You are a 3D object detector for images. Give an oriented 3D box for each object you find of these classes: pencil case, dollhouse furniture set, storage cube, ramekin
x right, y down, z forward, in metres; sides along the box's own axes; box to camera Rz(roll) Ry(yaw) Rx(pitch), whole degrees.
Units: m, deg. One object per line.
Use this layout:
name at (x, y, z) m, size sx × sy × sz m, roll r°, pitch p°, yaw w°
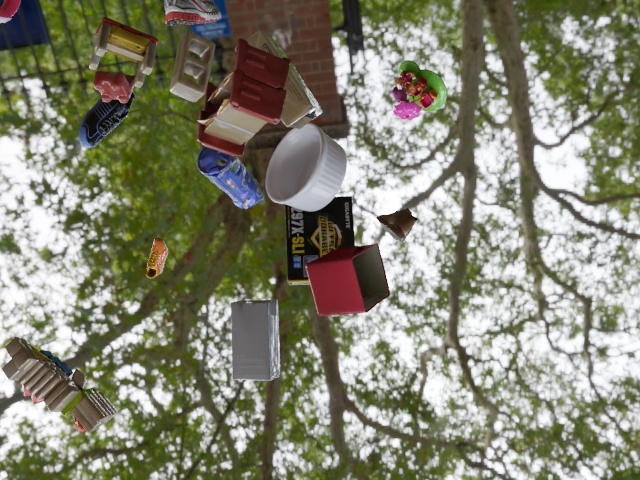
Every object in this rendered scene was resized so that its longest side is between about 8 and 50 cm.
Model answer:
pencil case at (-0.303, -0.212, 2.274) m, size 0.119 × 0.306 × 0.133 m, roll -17°, pitch -116°, yaw 12°
dollhouse furniture set at (-0.267, -0.321, 1.318) m, size 0.373 × 0.152 × 0.201 m, roll 18°, pitch 156°, yaw -28°
storage cube at (0.093, 0.129, 2.222) m, size 0.193 × 0.215 × 0.183 m, roll -9°, pitch -170°, yaw 36°
ramekin at (-0.041, -0.228, 2.154) m, size 0.135 × 0.277 × 0.277 m, roll 24°, pitch -173°, yaw -37°

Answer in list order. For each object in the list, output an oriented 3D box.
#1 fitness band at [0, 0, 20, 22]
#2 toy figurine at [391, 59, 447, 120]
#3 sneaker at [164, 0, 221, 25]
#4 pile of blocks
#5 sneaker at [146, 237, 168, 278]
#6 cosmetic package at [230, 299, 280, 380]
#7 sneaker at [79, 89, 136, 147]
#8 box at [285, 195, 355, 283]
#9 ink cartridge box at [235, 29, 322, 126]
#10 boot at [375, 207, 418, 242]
fitness band at (-0.739, -0.552, 1.359) m, size 0.054 × 0.209 × 0.290 m, roll -15°, pitch -179°, yaw 26°
toy figurine at (0.254, -0.414, 1.889) m, size 0.130 × 0.173 × 0.159 m, roll -36°, pitch -174°, yaw 48°
sneaker at (-0.294, -0.551, 1.542) m, size 0.087 × 0.093 × 0.225 m, roll -3°, pitch -163°, yaw 12°
pile of blocks at (-0.748, 0.419, 1.873) m, size 0.112 × 0.362 × 0.149 m, roll -44°, pitch -166°, yaw 1°
sneaker at (-0.619, 0.070, 2.506) m, size 0.064 × 0.175 × 0.067 m, roll 22°, pitch -150°, yaw 14°
cosmetic package at (-0.195, 0.297, 1.999) m, size 0.127 × 0.238 × 0.107 m, roll 0°, pitch 176°, yaw 15°
sneaker at (-0.648, -0.381, 2.033) m, size 0.090 × 0.081 × 0.232 m, roll 9°, pitch -116°, yaw 29°
box at (0.000, 0.000, 2.461) m, size 0.256 × 0.322 × 0.079 m, roll -2°, pitch 165°, yaw 0°
ink cartridge box at (-0.101, -0.406, 1.699) m, size 0.088 × 0.235 × 0.193 m, roll -34°, pitch -177°, yaw 12°
boot at (0.305, -0.072, 2.619) m, size 0.115 × 0.112 × 0.305 m, roll -48°, pitch -166°, yaw -1°
